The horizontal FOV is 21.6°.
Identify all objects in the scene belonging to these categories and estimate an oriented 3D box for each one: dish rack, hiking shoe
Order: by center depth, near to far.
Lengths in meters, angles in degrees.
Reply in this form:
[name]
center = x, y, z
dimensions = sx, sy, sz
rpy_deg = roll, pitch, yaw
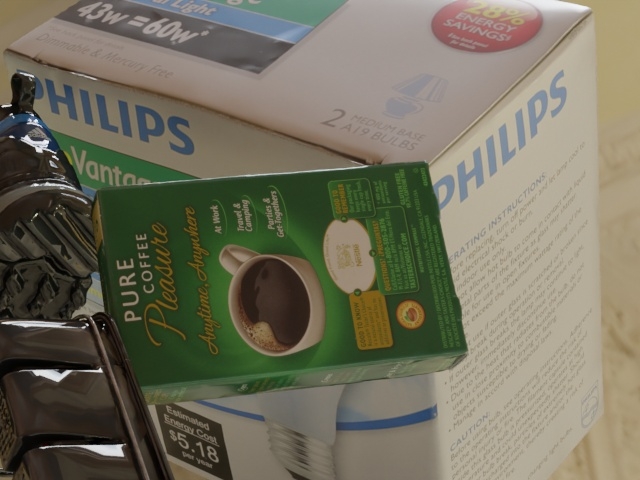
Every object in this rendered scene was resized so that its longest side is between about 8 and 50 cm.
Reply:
[dish rack]
center = -0.161, 0.186, 0.797
dimensions = 0.271, 0.074, 0.208
rpy_deg = -60, -145, 26
[hiking shoe]
center = -0.242, 0.044, 1.060
dimensions = 0.304, 0.113, 0.132
rpy_deg = -44, -133, 24

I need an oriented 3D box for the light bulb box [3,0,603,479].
[light bulb box]
center = 0.000, 0.000, 1.228
dimensions = 0.358, 0.361, 0.225
rpy_deg = 19, -136, 32

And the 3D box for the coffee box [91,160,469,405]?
[coffee box]
center = -0.023, 0.022, 0.878
dimensions = 0.184, 0.040, 0.113
rpy_deg = -7, -108, -16
